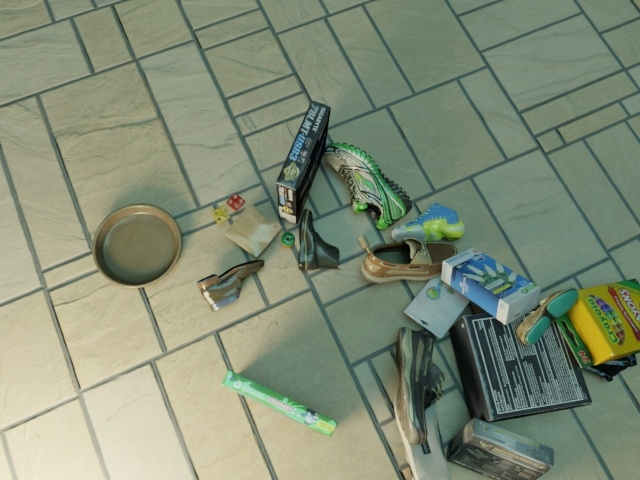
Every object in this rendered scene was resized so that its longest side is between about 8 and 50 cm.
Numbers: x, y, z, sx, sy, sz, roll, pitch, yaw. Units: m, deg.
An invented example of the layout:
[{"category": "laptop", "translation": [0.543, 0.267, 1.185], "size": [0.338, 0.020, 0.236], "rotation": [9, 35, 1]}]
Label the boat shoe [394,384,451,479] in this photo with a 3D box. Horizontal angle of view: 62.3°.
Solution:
[{"category": "boat shoe", "translation": [0.282, 0.576, 1.517], "size": [0.127, 0.158, 0.341], "rotation": [-4, 44, 0]}]

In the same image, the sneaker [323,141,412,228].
[{"category": "sneaker", "translation": [0.135, -0.181, 1.722], "size": [0.343, 0.134, 0.146], "rotation": [44, 78, 3]}]

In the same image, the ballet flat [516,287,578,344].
[{"category": "ballet flat", "translation": [0.621, 0.199, 1.470], "size": [0.206, 0.067, 0.073], "rotation": [-43, 112, -3]}]

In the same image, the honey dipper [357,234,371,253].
[{"category": "honey dipper", "translation": [0.169, 0.060, 1.715], "size": [0.030, 0.030, 0.161], "rotation": [-25, 80, -11]}]

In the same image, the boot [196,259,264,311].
[{"category": "boot", "translation": [-0.264, 0.136, 1.653], "size": [0.219, 0.082, 0.106], "rotation": [-21, 96, -14]}]

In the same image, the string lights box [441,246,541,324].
[{"category": "string lights box", "translation": [0.497, 0.128, 1.568], "size": [0.133, 0.077, 0.259], "rotation": [-22, 37, -25]}]

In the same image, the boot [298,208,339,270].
[{"category": "boot", "translation": [0.000, 0.000, 1.706], "size": [0.137, 0.077, 0.198], "rotation": [3, 85, -7]}]

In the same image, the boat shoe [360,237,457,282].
[{"category": "boat shoe", "translation": [0.288, 0.053, 1.652], "size": [0.324, 0.116, 0.123], "rotation": [-11, 55, -17]}]

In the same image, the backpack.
[{"category": "backpack", "translation": [0.833, 0.328, 1.599], "size": [0.173, 0.158, 0.117], "rotation": [19, 54, 5]}]

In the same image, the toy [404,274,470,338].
[{"category": "toy", "translation": [0.384, 0.190, 1.666], "size": [0.137, 0.056, 0.237], "rotation": [35, 67, 21]}]

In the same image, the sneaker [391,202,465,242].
[{"category": "sneaker", "translation": [0.347, -0.054, 1.742], "size": [0.240, 0.091, 0.126], "rotation": [-2, 54, -3]}]

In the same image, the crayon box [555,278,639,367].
[{"category": "crayon box", "translation": [0.824, 0.230, 1.504], "size": [0.318, 0.081, 0.202], "rotation": [-7, 60, -25]}]

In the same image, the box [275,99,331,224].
[{"category": "box", "translation": [-0.054, -0.234, 1.654], "size": [0.073, 0.293, 0.296], "rotation": [20, 72, 2]}]

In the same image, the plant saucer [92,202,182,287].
[{"category": "plant saucer", "translation": [-0.576, 0.017, 1.677], "size": [0.277, 0.041, 0.278], "rotation": [1, 73, -3]}]

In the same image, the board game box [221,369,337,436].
[{"category": "board game box", "translation": [-0.114, 0.454, 1.473], "size": [0.317, 0.213, 0.046], "rotation": [25, 73, 5]}]

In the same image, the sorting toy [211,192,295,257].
[{"category": "sorting toy", "translation": [-0.222, -0.033, 1.709], "size": [0.274, 0.046, 0.132], "rotation": [36, 74, 8]}]

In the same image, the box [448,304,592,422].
[{"category": "box", "translation": [0.567, 0.360, 1.551], "size": [0.293, 0.183, 0.296], "rotation": [-6, 67, -7]}]

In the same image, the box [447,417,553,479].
[{"category": "box", "translation": [0.495, 0.598, 1.478], "size": [0.231, 0.183, 0.056], "rotation": [20, 44, 4]}]

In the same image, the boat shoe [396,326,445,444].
[{"category": "boat shoe", "translation": [0.287, 0.395, 1.497], "size": [0.130, 0.132, 0.355], "rotation": [2, 46, 3]}]
